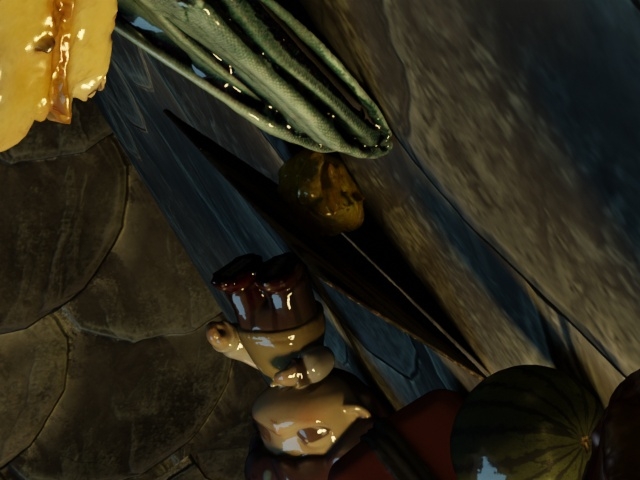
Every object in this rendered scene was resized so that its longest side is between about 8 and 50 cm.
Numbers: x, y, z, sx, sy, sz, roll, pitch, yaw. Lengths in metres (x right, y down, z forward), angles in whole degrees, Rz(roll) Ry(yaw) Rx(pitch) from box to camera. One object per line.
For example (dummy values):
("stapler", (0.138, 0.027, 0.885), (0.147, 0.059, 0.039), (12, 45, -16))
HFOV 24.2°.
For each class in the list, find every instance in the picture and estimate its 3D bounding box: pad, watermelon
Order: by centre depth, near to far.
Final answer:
("watermelon", (0.131, 0.135, 0.968), (0.105, 0.105, 0.133), (55, 154, -1))
("pad", (0.000, 0.000, 1.270), (0.220, 0.004, 0.330), (33, -172, -39))

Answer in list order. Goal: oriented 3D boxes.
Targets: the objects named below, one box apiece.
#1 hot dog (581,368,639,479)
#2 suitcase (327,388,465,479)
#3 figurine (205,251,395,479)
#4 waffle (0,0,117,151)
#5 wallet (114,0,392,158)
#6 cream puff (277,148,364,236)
("hot dog", (0.220, 0.225, 0.589), (0.387, 0.174, 0.267), (55, 178, -1))
("suitcase", (0.139, 0.298, 1.406), (0.236, 0.161, 0.297), (49, 171, 35))
("figurine", (-0.023, 0.202, 1.839), (0.206, 0.218, 0.365), (-77, -31, -48))
("waffle", (-0.210, -0.256, 0.818), (0.261, 0.114, 0.376), (45, 143, 23))
("wallet", (-0.119, -0.173, 1.020), (0.342, 0.075, 0.237), (37, -179, 36))
("cream puff", (0.004, -0.038, 1.206), (0.083, 0.058, 0.083), (39, 164, -27))
